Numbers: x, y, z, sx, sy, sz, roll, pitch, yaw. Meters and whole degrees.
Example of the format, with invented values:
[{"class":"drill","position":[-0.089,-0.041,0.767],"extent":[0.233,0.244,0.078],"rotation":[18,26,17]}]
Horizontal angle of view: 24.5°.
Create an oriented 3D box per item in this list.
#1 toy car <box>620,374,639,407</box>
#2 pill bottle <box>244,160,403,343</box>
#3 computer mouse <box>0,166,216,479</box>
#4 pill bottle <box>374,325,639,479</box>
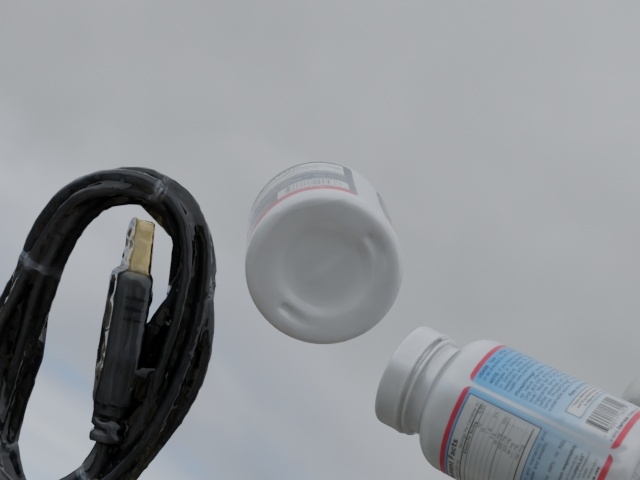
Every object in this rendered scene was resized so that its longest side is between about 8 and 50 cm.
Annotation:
[{"class":"toy car","position":[0.304,0.183,1.110],"extent":[0.182,0.136,0.159],"rotation":[-2,-46,2]},{"class":"pill bottle","position":[0.000,0.000,1.064],"extent":[0.108,0.108,0.180],"rotation":[34,10,-9]},{"class":"computer mouse","position":[-0.054,0.104,0.319],"extent":[0.071,0.242,0.041],"rotation":[2,0,14]},{"class":"pill bottle","position":[0.116,0.112,0.874],"extent":[0.160,0.087,0.087],"rotation":[25,-20,25]}]
